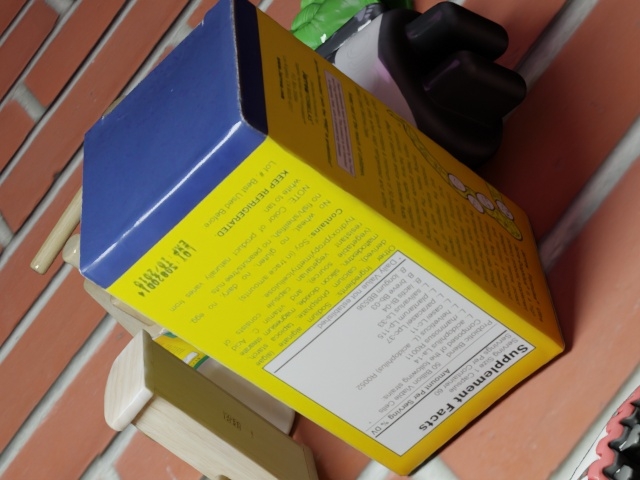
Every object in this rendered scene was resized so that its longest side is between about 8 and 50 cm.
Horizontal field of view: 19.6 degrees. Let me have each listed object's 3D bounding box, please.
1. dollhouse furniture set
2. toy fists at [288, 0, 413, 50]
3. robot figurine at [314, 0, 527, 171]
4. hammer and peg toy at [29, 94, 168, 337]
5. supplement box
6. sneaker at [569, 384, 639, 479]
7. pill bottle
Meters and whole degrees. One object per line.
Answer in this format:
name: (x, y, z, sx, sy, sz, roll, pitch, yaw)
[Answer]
dollhouse furniture set: (-0.165, 0.284, 1.586, 0.303, 0.198, 0.286, -51, 16, 10)
toy fists: (0.021, -0.186, 1.970, 0.142, 0.096, 0.279, -39, 33, 29)
robot figurine: (0.061, -0.106, 1.748, 0.278, 0.173, 0.209, -37, 16, 31)
hammer and peg toy: (-0.174, -0.025, 2.068, 0.266, 0.127, 0.361, -58, 28, -1)
supplement box: (0.000, 0.000, 1.522, 0.194, 0.356, 0.195, -41, 31, 24)
sneaker: (0.191, 0.205, 1.281, 0.135, 0.097, 0.276, -26, 31, 59)
pill bottle: (-0.121, 0.149, 1.806, 0.208, 0.117, 0.117, 9, 67, 60)
